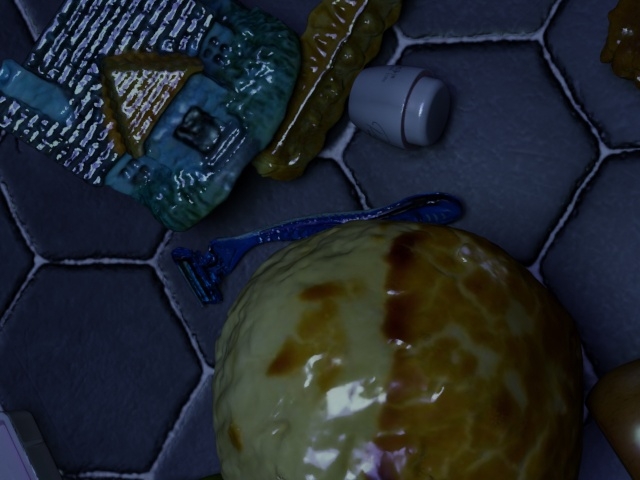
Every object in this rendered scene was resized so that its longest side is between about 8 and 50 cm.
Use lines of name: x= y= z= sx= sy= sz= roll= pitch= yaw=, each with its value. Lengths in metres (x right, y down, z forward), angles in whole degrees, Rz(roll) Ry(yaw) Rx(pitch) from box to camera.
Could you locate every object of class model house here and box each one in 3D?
model house: x=-0.197 y=-0.184 z=1.435 sx=0.226 sy=0.241 sz=0.261 roll=39 pitch=97 yaw=42

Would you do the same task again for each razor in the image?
razor: x=-0.001 y=-0.009 z=1.495 sx=0.324 sy=0.093 sz=0.056 roll=-15 pitch=47 yaw=11

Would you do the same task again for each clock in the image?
clock: x=-0.371 y=0.314 z=1.571 sx=0.150 sy=0.063 sz=0.197 roll=-30 pitch=79 yaw=12

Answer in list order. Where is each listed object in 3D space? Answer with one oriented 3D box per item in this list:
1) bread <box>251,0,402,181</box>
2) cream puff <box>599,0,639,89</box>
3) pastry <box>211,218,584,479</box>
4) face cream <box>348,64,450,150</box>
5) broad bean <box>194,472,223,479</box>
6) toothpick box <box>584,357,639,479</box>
bread: x=0.027 y=-0.229 z=1.485 sx=0.367 sy=0.084 sz=0.077 roll=-59 pitch=30 yaw=7
cream puff: x=0.354 y=-0.210 z=1.389 sx=0.122 sy=0.094 sz=0.116 roll=-18 pitch=78 yaw=37
pastry: x=0.089 y=0.156 z=1.290 sx=0.312 sy=0.388 sz=0.388 roll=-28 pitch=78 yaw=40
face cream: x=0.086 y=-0.147 z=1.457 sx=0.095 sy=0.091 sz=0.091 roll=17 pitch=91 yaw=24
broad bean: x=-0.102 y=0.281 z=1.506 sx=0.254 sy=0.046 sz=0.065 roll=-14 pitch=70 yaw=15
toothpick box: x=0.411 y=0.131 z=1.285 sx=0.294 sy=0.192 sz=0.192 roll=-33 pitch=79 yaw=5
